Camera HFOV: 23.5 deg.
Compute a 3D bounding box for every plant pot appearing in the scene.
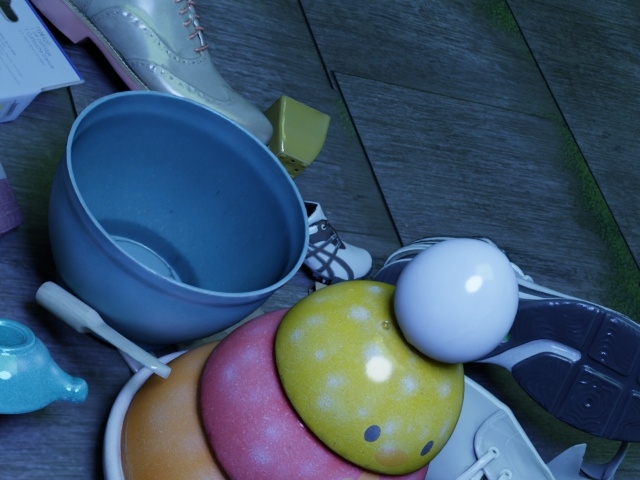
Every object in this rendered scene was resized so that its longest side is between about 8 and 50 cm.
[{"bbox_3d":[-0.043,-0.134,2.124,0.081,0.081,0.083,23,53,-24],"label":"plant pot"},{"bbox_3d":[-0.185,0.003,1.743,0.293,0.196,0.293,20,42,-19],"label":"plant pot"}]

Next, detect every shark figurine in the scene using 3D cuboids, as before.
[{"bbox_3d":[0.324,0.296,1.973,0.278,0.116,0.166,4,32,-33],"label":"shark figurine"}]

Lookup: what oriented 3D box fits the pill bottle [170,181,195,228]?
[{"bbox_3d":[-0.157,-0.064,1.938,0.087,0.087,0.160,48,33,7],"label":"pill bottle"}]

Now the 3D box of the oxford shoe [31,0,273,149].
[{"bbox_3d":[-0.203,-0.262,2.020,0.397,0.146,0.140,39,12,-7],"label":"oxford shoe"}]

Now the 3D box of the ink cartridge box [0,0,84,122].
[{"bbox_3d":[-0.489,-0.265,1.863,0.307,0.072,0.304,-15,64,-51],"label":"ink cartridge box"}]

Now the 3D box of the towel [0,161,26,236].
[{"bbox_3d":[-0.413,-0.153,1.646,0.237,0.037,0.329,-106,174,-86],"label":"towel"}]

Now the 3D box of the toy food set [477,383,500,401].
[{"bbox_3d":[0.220,0.234,2.043,0.082,0.020,0.083,36,37,-9],"label":"toy food set"}]

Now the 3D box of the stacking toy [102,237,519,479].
[{"bbox_3d":[0.024,0.155,1.563,0.350,0.480,0.351,23,42,-22],"label":"stacking toy"}]

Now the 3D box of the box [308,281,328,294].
[{"bbox_3d":[0.078,0.146,2.002,0.201,0.021,0.164,19,43,-27],"label":"box"}]

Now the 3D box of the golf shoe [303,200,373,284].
[{"bbox_3d":[0.000,0.000,2.005,0.198,0.094,0.077,10,25,-37],"label":"golf shoe"}]

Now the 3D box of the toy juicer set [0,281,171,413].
[{"bbox_3d":[-0.347,0.114,1.590,0.329,0.090,0.209,0,28,-34],"label":"toy juicer set"}]

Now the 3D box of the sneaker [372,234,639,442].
[{"bbox_3d":[0.298,0.095,2.042,0.447,0.169,0.257,23,24,5],"label":"sneaker"}]

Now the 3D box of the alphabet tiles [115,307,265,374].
[{"bbox_3d":[-0.175,0.078,1.853,0.198,0.009,0.237,52,38,13],"label":"alphabet tiles"}]

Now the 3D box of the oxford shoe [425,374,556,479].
[{"bbox_3d":[0.200,0.305,1.828,0.449,0.169,0.130,48,8,1],"label":"oxford shoe"}]
